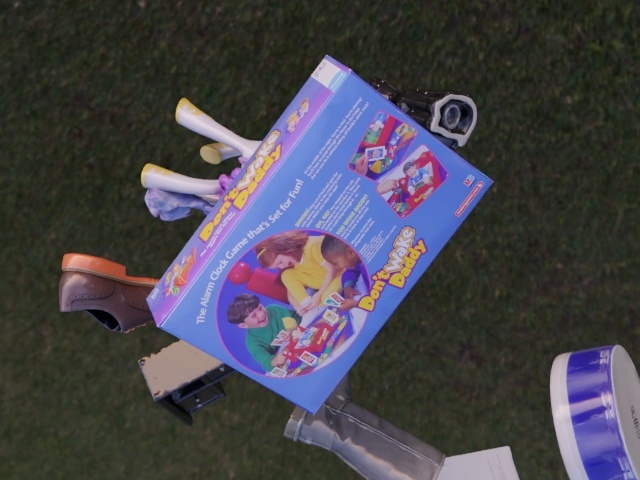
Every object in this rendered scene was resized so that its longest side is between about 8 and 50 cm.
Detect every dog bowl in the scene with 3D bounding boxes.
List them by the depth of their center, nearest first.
[{"bbox_3d":[0.480,0.311,1.777,0.104,0.265,0.265,-16,122,25],"label":"dog bowl"}]

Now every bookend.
[{"bbox_3d":[-0.171,0.199,1.609,0.156,0.072,0.157,-28,153,-1],"label":"bookend"}]

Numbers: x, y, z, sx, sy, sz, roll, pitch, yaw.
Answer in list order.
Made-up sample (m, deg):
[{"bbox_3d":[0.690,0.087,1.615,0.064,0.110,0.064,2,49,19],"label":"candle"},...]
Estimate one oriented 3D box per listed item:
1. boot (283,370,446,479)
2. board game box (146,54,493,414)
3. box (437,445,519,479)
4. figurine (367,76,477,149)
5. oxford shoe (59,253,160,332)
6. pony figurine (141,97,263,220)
[{"bbox_3d":[0.075,0.246,1.431,0.208,0.190,0.076,22,144,9],"label":"boot"},{"bbox_3d":[0.000,0.000,1.210,0.233,0.078,0.347,34,97,-28],"label":"board game box"},{"bbox_3d":[0.214,0.420,1.588,0.181,0.181,0.119,-1,155,-37],"label":"box"},{"bbox_3d":[0.119,-0.131,1.584,0.092,0.209,0.215,3,104,-37],"label":"figurine"},{"bbox_3d":[-0.294,0.102,1.654,0.271,0.098,0.096,22,161,-39],"label":"oxford shoe"},{"bbox_3d":[-0.101,-0.087,1.763,0.363,0.351,0.303,10,135,9],"label":"pony figurine"}]
